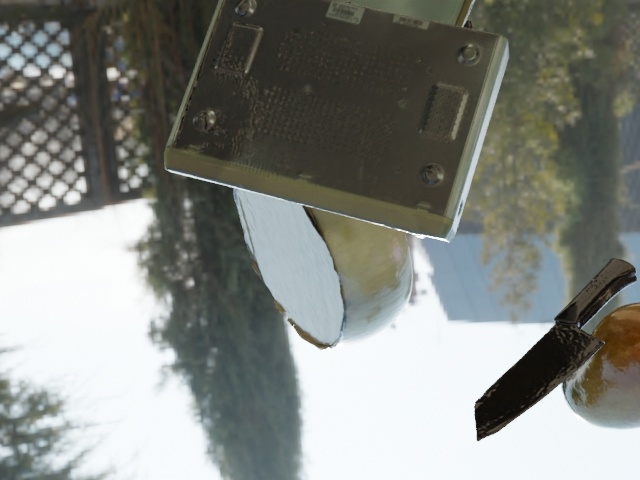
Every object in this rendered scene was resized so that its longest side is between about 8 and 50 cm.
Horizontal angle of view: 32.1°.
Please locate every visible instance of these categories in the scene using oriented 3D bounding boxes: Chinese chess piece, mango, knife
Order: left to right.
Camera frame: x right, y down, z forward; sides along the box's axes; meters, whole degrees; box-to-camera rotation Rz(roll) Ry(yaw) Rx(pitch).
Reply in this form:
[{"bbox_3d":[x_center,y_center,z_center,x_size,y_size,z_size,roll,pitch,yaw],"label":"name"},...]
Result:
[{"bbox_3d":[0.000,0.000,1.300,0.104,0.257,0.257,-24,-165,-23],"label":"Chinese chess piece"},{"bbox_3d":[0.211,0.098,0.985,0.230,0.028,0.060,-40,-143,-21],"label":"knife"},{"bbox_3d":[0.489,0.206,1.731,0.175,0.254,0.139,39,-135,17],"label":"mango"}]

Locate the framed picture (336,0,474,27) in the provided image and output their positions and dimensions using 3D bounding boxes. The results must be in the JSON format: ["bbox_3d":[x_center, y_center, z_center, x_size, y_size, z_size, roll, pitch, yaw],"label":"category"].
[{"bbox_3d":[0.088,-0.297,1.331,0.201,0.136,0.010,21,180,26],"label":"framed picture"}]

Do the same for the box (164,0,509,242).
[{"bbox_3d":[0.014,-0.124,0.983,0.270,0.210,0.045,16,168,15],"label":"box"}]
